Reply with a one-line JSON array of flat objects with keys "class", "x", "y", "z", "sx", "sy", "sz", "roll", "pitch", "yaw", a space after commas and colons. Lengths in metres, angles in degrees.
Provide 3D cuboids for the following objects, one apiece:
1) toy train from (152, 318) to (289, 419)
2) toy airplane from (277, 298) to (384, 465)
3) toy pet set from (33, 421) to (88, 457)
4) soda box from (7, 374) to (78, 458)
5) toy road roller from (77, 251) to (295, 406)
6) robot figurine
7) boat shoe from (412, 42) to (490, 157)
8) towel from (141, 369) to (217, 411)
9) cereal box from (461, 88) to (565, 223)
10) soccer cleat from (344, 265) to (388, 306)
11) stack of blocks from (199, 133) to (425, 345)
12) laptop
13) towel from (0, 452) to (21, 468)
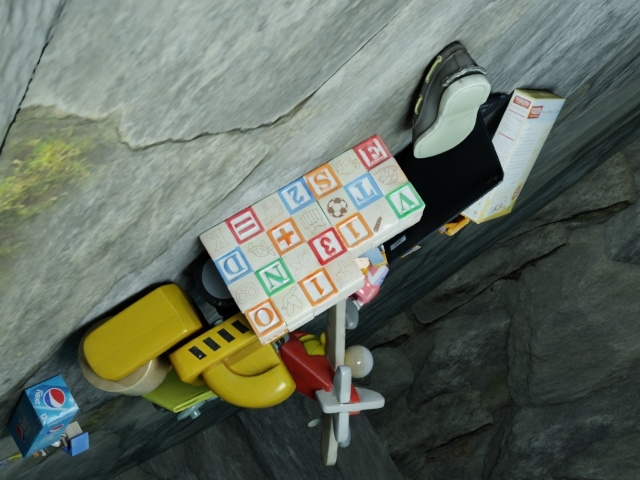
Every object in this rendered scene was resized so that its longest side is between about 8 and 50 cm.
[{"class": "toy train", "x": -0.218, "y": 0.262, "z": 1.824, "sx": 0.334, "sy": 0.142, "sz": 0.190, "roll": -37, "pitch": 177, "yaw": 23}, {"class": "toy airplane", "x": 0.034, "y": 0.323, "z": 2.074, "sx": 0.272, "sy": 0.385, "sz": 0.386, "roll": -9, "pitch": 155, "yaw": -37}, {"class": "toy pet set", "x": -0.575, "y": 0.455, "z": 1.848, "sx": 0.114, "sy": 0.065, "sz": 0.122, "roll": -19, "pitch": 163, "yaw": -45}, {"class": "soda box", "x": -0.489, "y": 0.311, "z": 1.475, "sx": 0.067, "sy": 0.071, "sz": 0.210, "roll": -23, "pitch": 165, "yaw": -37}, {"class": "toy road roller", "x": -0.180, "y": 0.180, "z": 1.310, "sx": 0.329, "sy": 0.241, "sz": 0.202, "roll": -31, "pitch": 168, "yaw": -5}, {"class": "robot figurine", "x": 0.155, "y": -0.023, "z": 1.593, "sx": 0.290, "sy": 0.085, "sz": 0.211, "roll": -27, "pitch": -167, "yaw": -6}, {"class": "boat shoe", "x": 0.167, "y": -0.182, "z": 1.133, "sx": 0.081, "sy": 0.069, "sz": 0.228, "roll": -16, "pitch": 164, "yaw": -13}, {"class": "towel", "x": -0.292, "y": 0.244, "z": 1.456, "sx": 0.237, "sy": 0.021, "sz": 0.102, "roll": 14, "pitch": -158, "yaw": 39}, {"class": "cereal box", "x": 0.344, "y": -0.153, "z": 1.507, "sx": 0.173, "sy": 0.047, "sz": 0.240, "roll": -13, "pitch": 130, "yaw": -56}, {"class": "soccer cleat", "x": 0.066, "y": 0.071, "z": 1.727, "sx": 0.095, "sy": 0.083, "sz": 0.248, "roll": -45, "pitch": -165, "yaw": -7}, {"class": "stack of blocks", "x": 0.000, "y": 0.000, "z": 1.208, "sx": 0.297, "sy": 0.171, "sz": 0.087, "roll": -31, "pitch": 168, "yaw": -7}, {"class": "laptop", "x": 0.208, "y": -0.104, "z": 1.339, "sx": 0.234, "sy": 0.137, "sz": 0.264, "roll": -38, "pitch": 171, "yaw": 31}, {"class": "towel", "x": -0.691, "y": 0.486, "z": 1.822, "sx": 0.060, "sy": 0.009, "sz": 0.083, "roll": -38, "pitch": 167, "yaw": 30}]
